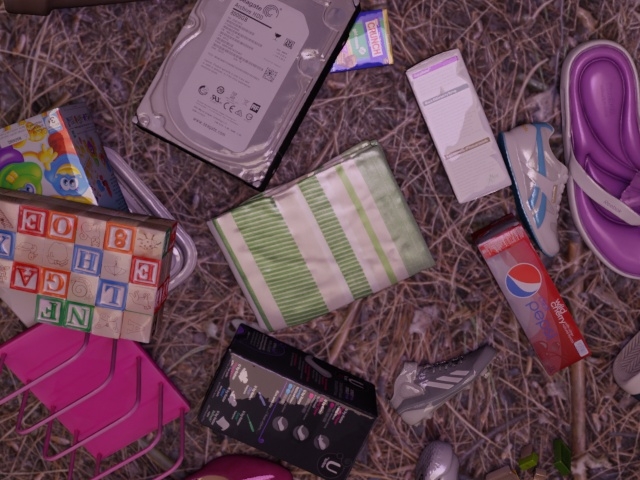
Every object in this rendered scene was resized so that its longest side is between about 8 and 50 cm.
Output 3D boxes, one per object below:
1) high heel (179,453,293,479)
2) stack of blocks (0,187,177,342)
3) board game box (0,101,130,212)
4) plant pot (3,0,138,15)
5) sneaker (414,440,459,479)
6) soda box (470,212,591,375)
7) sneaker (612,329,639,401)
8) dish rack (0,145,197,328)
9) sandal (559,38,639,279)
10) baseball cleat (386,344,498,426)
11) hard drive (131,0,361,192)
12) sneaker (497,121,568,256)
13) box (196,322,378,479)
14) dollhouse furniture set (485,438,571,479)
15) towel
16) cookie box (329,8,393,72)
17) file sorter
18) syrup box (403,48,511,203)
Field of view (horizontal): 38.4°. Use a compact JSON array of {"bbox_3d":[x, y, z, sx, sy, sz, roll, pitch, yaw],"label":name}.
[{"bbox_3d":[-0.234,0.483,1.609,0.378,0.181,0.127,-16,101,5],"label":"high heel"},{"bbox_3d":[-0.375,0.032,1.351,0.297,0.087,0.171,11,103,0],"label":"stack of blocks"},{"bbox_3d":[-0.401,-0.062,1.451,0.142,0.144,0.275,-19,100,7],"label":"board game box"},{"bbox_3d":[-0.315,-0.486,1.377,0.281,0.323,0.323,4,102,-16],"label":"plant pot"},{"bbox_3d":[0.271,0.521,1.627,0.210,0.137,0.365,0,107,1],"label":"sneaker"},{"bbox_3d":[0.355,0.090,1.553,0.084,0.092,0.263,-29,100,8],"label":"soda box"},{"bbox_3d":[0.662,0.150,1.548,0.148,0.131,0.350,38,105,-14],"label":"sneaker"},{"bbox_3d":[-0.414,0.033,1.582,0.333,0.072,0.285,-38,98,10],"label":"dish rack"},{"bbox_3d":[0.482,-0.119,1.501,0.169,0.102,0.416,-20,100,6],"label":"sandal"},{"bbox_3d":[0.205,0.233,1.600,0.206,0.072,0.109,-42,91,6],"label":"baseball cleat"},{"bbox_3d":[-0.115,-0.277,1.453,0.237,0.064,0.338,29,87,7],"label":"hard drive"},{"bbox_3d":[0.368,-0.083,1.522,0.092,0.087,0.228,-17,102,3],"label":"sneaker"},{"bbox_3d":[-0.053,0.276,1.569,0.270,0.165,0.143,25,101,-3],"label":"box"},{"bbox_3d":[0.375,0.413,1.655,0.152,0.058,0.076,-34,107,27],"label":"dollhouse furniture set"},{"bbox_3d":[0.000,0.000,1.578,0.325,0.038,0.247,-25,101,5],"label":"towel"},{"bbox_3d":[0.062,-0.326,1.505,0.107,0.040,0.091,-8,100,3],"label":"cookie box"},{"bbox_3d":[-0.381,0.278,1.533,0.202,0.182,0.290,-30,117,7],"label":"file sorter"},{"bbox_3d":[0.222,-0.189,1.501,0.096,0.093,0.236,-22,100,6],"label":"syrup box"}]
